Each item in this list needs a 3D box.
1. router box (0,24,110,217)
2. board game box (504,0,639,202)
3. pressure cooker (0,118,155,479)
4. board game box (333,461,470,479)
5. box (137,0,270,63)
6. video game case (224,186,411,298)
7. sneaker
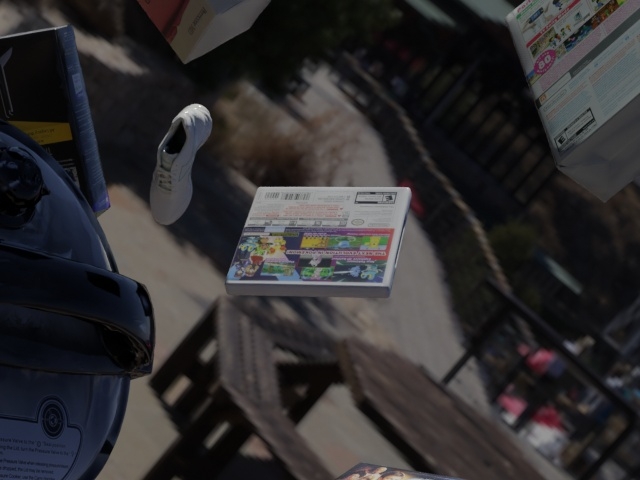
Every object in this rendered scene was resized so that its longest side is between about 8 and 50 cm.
[{"bbox_3d":[-0.443,-0.127,1.750,0.081,0.309,0.243,-65,146,-76],"label":"router box"},{"bbox_3d":[0.349,-0.226,1.604,0.097,0.224,0.303,31,32,-30],"label":"board game box"},{"bbox_3d":[-0.363,0.082,1.143,0.375,0.420,0.370,62,30,-20],"label":"pressure cooker"},{"bbox_3d":[0.101,0.336,1.692,0.243,0.042,0.165,2,17,38],"label":"board game box"},{"bbox_3d":[-0.180,-0.377,1.815,0.232,0.127,0.148,54,-30,3],"label":"box"},{"bbox_3d":[0.000,0.000,1.693,0.183,0.201,0.023,-74,159,-46],"label":"video game case"},{"bbox_3d":[-0.177,-0.088,1.636,0.054,0.152,0.061,22,19,14],"label":"sneaker"}]
